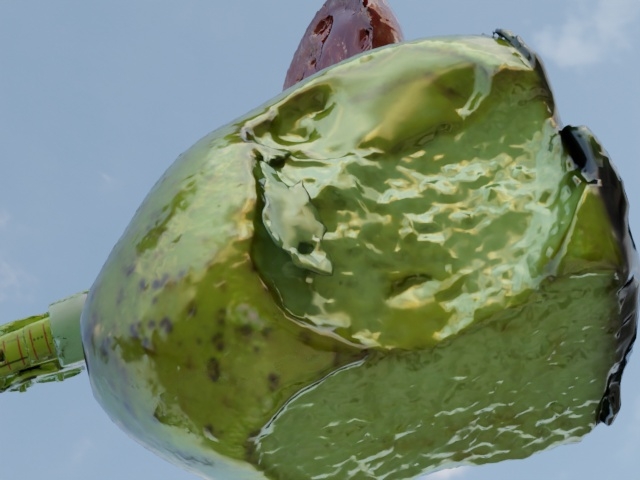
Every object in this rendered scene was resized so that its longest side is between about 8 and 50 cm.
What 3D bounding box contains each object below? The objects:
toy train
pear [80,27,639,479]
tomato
[{"bbox_3d":[-0.239,0.092,0.802,0.249,0.085,0.053,-20,-102,20],"label":"toy train"},{"bbox_3d":[0.000,0.000,0.598,0.255,0.238,0.164,-13,-43,-10],"label":"pear"},{"bbox_3d":[0.036,-0.135,0.998,0.091,0.139,0.159,11,-62,-27],"label":"tomato"}]
